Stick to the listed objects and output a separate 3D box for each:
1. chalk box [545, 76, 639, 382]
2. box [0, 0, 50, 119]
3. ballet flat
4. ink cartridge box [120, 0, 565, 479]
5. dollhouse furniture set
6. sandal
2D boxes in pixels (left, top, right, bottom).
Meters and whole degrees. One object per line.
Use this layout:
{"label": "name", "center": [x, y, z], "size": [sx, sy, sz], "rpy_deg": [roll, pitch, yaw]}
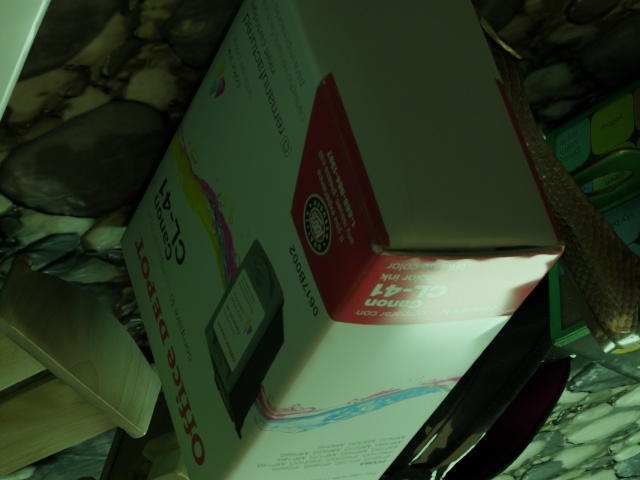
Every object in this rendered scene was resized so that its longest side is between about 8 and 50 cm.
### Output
{"label": "chalk box", "center": [0.270, -0.010, 1.337], "size": [0.289, 0.179, 0.180], "rpy_deg": [25, 143, -33]}
{"label": "box", "center": [-0.253, -0.107, 0.866], "size": [0.168, 0.215, 0.345], "rpy_deg": [-1, 146, -28]}
{"label": "ballet flat", "center": [0.146, -0.046, 1.214], "size": [0.058, 0.250, 0.084], "rpy_deg": [-28, -177, 12]}
{"label": "ink cartridge box", "center": [0.000, 0.000, 1.194], "size": [0.131, 0.226, 0.306], "rpy_deg": [-1, 146, -29]}
{"label": "dollhouse furniture set", "center": [-0.232, 0.100, 1.422], "size": [0.303, 0.174, 0.355], "rpy_deg": [-25, 124, 35]}
{"label": "sandal", "center": [0.141, 0.096, 1.463], "size": [0.445, 0.107, 0.168], "rpy_deg": [-27, 144, -16]}
